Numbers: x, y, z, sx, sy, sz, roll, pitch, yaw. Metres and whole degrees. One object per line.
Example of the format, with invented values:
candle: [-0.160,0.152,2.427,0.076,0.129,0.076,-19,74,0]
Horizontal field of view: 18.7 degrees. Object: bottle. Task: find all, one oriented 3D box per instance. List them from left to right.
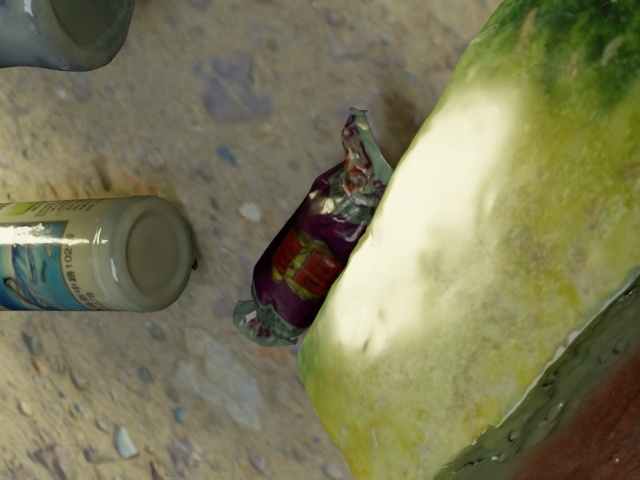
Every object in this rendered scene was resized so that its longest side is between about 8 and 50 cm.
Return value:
bottle: [-0.162,0.008,1.000,0.217,0.060,0.060,0,119,40]

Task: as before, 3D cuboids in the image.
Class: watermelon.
watermelon: [0.144,-0.017,0.662,0.193,0.232,0.310,34,90,17]

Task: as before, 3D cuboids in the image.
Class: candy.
candy: [0.000,0.000,0.879,0.045,0.043,0.175,41,140,4]

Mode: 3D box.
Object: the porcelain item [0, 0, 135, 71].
porcelain item: [-0.214,-0.123,0.898,0.259,0.141,0.141,2,121,28]
